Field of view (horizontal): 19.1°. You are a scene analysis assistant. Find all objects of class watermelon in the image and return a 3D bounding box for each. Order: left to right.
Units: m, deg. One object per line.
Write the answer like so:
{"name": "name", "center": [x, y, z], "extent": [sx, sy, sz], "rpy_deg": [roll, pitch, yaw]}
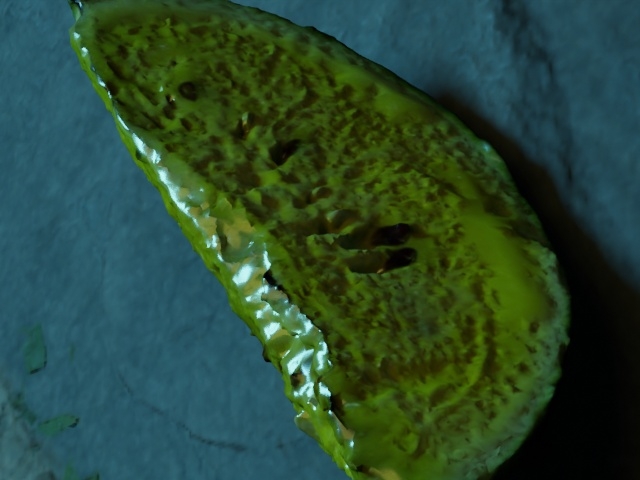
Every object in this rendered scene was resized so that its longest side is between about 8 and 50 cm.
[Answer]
{"name": "watermelon", "center": [0.000, 0.000, 0.718], "extent": [0.123, 0.129, 0.301], "rpy_deg": [-51, 51, 18]}
